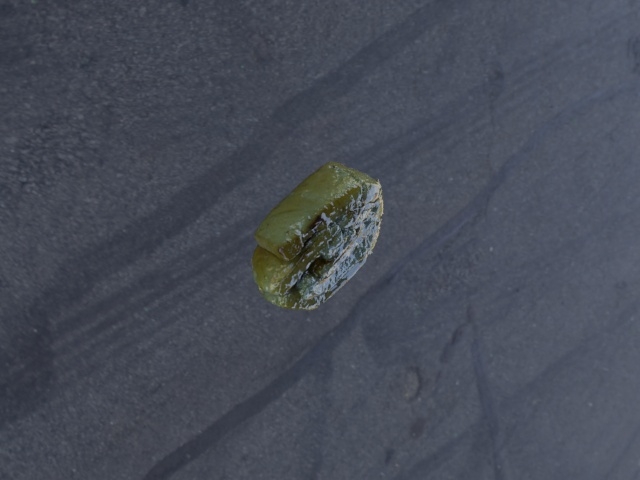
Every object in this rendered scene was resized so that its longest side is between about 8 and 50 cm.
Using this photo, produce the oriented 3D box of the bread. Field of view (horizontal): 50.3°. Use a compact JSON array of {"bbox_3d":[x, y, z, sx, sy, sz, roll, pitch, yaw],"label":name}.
[{"bbox_3d":[0.000,0.000,0.638,0.156,0.064,0.117,-46,145,-28],"label":"bread"}]
